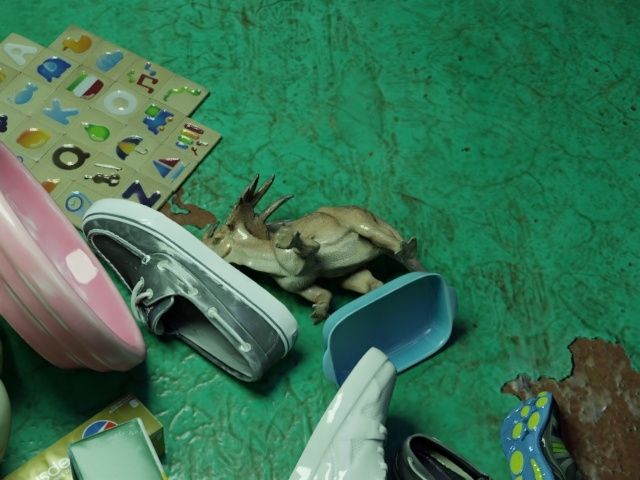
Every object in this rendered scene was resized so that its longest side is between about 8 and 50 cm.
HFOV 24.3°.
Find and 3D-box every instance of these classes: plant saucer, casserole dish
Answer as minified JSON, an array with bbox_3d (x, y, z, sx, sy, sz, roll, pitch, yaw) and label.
[{"bbox_3d":[-0.319,0.019,1.630,0.084,0.332,0.332,-36,60,1],"label":"plant saucer"},{"bbox_3d":[0.074,0.101,1.715,0.188,0.114,0.037,-26,36,-21],"label":"casserole dish"}]

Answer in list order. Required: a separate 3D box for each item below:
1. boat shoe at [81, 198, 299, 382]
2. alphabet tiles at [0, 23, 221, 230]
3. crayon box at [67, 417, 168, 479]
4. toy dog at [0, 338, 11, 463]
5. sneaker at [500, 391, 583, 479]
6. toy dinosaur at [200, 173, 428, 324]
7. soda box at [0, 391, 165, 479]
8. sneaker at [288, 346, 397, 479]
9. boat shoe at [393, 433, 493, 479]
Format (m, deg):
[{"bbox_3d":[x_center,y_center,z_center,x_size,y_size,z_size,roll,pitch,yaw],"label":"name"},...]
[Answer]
[{"bbox_3d":[-0.172,0.062,1.729,0.301,0.108,0.102,35,53,12],"label":"boat shoe"},{"bbox_3d":[-0.318,-0.154,1.941,0.342,0.011,0.285,27,55,16],"label":"alphabet tiles"},{"bbox_3d":[-0.148,0.361,1.431,0.083,0.203,0.323,-19,56,-18],"label":"crayon box"},{"bbox_3d":[-0.471,0.096,1.441,0.284,0.408,0.395,-26,56,-12],"label":"toy dog"},{"bbox_3d":[0.247,0.245,1.645,0.067,0.078,0.188,-32,32,25],"label":"sneaker"},{"bbox_3d":[0.000,0.000,1.783,0.295,0.127,0.200,-1,27,-20],"label":"toy dinosaur"},{"bbox_3d":[-0.257,0.246,1.604,0.181,0.058,0.061,-35,61,-26],"label":"soda box"},{"bbox_3d":[0.055,0.269,1.578,0.169,0.108,0.293,24,69,11],"label":"sneaker"},{"bbox_3d":[0.163,0.284,1.602,0.206,0.065,0.075,37,59,22],"label":"boat shoe"}]
